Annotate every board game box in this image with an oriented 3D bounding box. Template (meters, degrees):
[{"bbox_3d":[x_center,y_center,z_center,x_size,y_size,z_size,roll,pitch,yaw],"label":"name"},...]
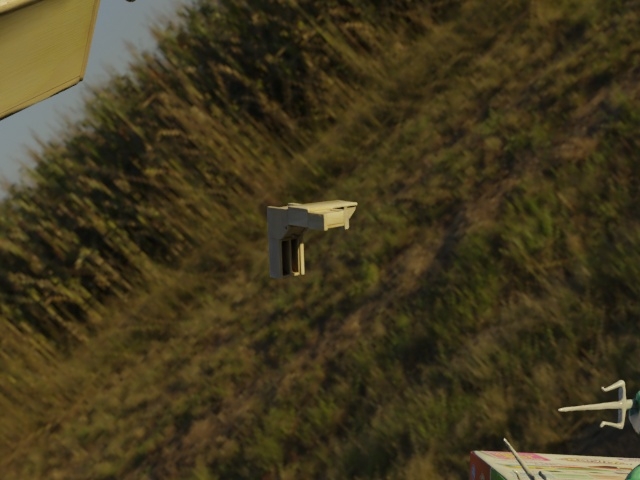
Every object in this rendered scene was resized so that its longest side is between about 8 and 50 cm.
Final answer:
[{"bbox_3d":[0.307,0.291,1.088,0.316,0.242,0.064,67,-155,-82],"label":"board game box"}]

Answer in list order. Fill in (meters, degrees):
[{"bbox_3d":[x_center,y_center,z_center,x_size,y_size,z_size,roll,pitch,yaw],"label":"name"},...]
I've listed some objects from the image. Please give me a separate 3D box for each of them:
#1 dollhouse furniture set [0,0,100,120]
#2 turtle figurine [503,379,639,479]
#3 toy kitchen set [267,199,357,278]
[{"bbox_3d":[-0.470,-0.290,1.009,0.256,0.394,0.362,-42,-17,-48],"label":"dollhouse furniture set"},{"bbox_3d":[0.246,0.212,0.781,0.175,0.234,0.118,-44,38,39],"label":"turtle figurine"},{"bbox_3d":[0.000,0.000,0.958,0.068,0.075,0.083,-11,13,-42],"label":"toy kitchen set"}]
